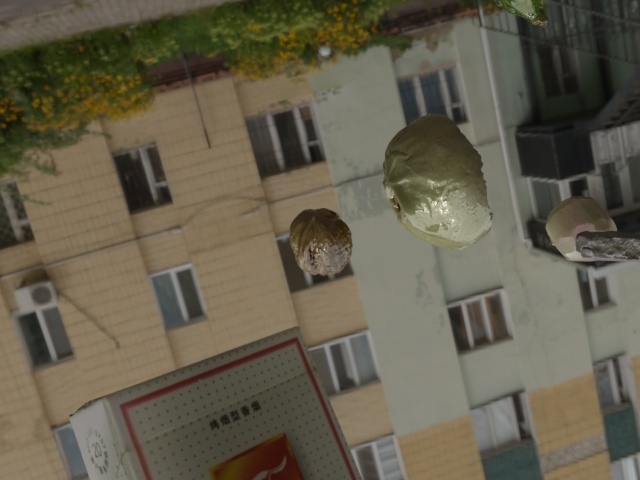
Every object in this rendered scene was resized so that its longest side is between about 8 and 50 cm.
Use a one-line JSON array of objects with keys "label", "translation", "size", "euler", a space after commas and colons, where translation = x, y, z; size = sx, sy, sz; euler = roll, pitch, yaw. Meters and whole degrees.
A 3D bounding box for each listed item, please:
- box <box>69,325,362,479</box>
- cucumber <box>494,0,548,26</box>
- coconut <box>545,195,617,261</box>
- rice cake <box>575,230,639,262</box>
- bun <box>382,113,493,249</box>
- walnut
[{"label": "box", "translation": [-0.054, 0.262, 0.614], "size": [0.210, 0.330, 0.095], "euler": [-15, 169, -42]}, {"label": "cucumber", "translation": [0.269, -0.412, 0.981], "size": [0.134, 0.244, 0.134], "euler": [-16, 176, -1]}, {"label": "coconut", "translation": [0.694, -0.018, 1.868], "size": [0.170, 0.183, 0.171], "euler": [-13, 148, -8]}, {"label": "rice cake", "translation": [0.515, 0.013, 1.131], "size": [0.269, 0.049, 0.055], "euler": [3, -168, -29]}, {"label": "bun", "translation": [0.268, -0.133, 1.779], "size": [0.202, 0.364, 0.364], "euler": [-22, -167, -8]}, {"label": "walnut", "translation": [0.000, 0.000, 1.714], "size": [0.155, 0.184, 0.155], "euler": [-6, -135, 6]}]
